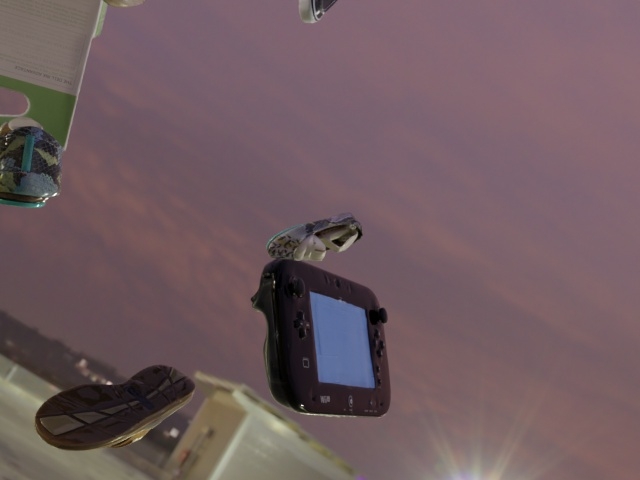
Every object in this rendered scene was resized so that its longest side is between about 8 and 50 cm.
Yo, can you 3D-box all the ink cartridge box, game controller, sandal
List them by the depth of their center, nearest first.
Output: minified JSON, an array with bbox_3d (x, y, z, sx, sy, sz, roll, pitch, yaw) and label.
[{"bbox_3d":[-0.195,0.170,0.936,0.072,0.049,0.180,38,29,24],"label":"sandal"},{"bbox_3d":[-0.303,-0.226,0.952,0.171,0.235,0.056,15,14,-9],"label":"ink cartridge box"},{"bbox_3d":[0.015,0.120,1.114,0.067,0.166,0.319,-21,-18,19],"label":"game controller"}]

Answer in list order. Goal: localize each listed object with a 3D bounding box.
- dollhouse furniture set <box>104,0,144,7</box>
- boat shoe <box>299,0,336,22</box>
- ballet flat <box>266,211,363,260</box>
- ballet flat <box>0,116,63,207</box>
[{"bbox_3d":[-0.255,-0.272,0.681,0.362,0.394,0.256,-5,-32,20],"label":"dollhouse furniture set"},{"bbox_3d":[0.048,-0.539,1.860,0.102,0.301,0.108,13,-29,20],"label":"boat shoe"},{"bbox_3d":[0.000,0.000,0.958,0.041,0.114,0.041,22,-59,43],"label":"ballet flat"},{"bbox_3d":[-0.225,-0.061,0.730,0.070,0.070,0.188,37,-10,-23],"label":"ballet flat"}]
